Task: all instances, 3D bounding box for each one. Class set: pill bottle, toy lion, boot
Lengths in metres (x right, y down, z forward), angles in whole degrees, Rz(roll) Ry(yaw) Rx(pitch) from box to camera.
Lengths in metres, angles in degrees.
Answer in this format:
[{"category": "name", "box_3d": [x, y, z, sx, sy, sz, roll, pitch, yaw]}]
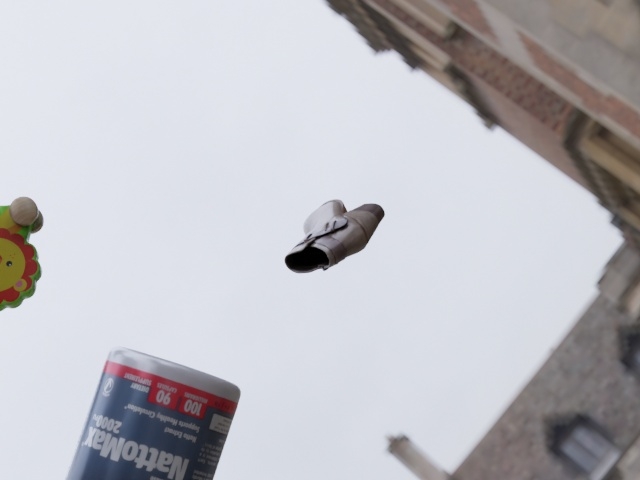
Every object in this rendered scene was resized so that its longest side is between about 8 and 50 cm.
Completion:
[{"category": "pill bottle", "box_3d": [-0.136, 0.180, 1.061, 0.108, 0.108, 0.180, 38, -112, -66]}, {"category": "toy lion", "box_3d": [-0.270, 0.007, 1.131, 0.034, 0.100, 0.096, 96, -171, -72]}, {"category": "boot", "box_3d": [0.000, 0.000, 1.227, 0.087, 0.042, 0.118, -38, 12, -37]}]
